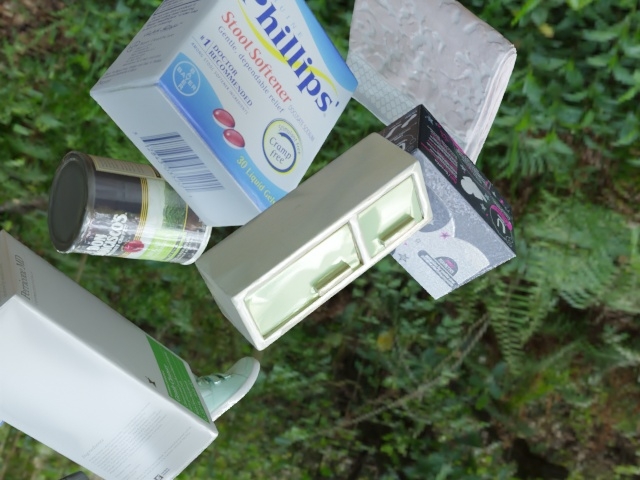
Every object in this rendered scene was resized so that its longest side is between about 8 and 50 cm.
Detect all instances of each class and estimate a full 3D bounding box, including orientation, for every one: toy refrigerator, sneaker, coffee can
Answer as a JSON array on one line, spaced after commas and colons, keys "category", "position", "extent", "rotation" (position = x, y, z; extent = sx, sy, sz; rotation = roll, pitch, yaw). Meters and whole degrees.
[{"category": "toy refrigerator", "position": [0.000, 0.000, 1.052], "extent": [0.094, 0.269, 0.102], "rotation": [39, 159, 41]}, {"category": "sneaker", "position": [-0.243, 0.288, 1.893], "extent": [0.094, 0.256, 0.151], "rotation": [-19, 107, 51]}, {"category": "coffee can", "position": [-0.385, -0.062, 1.835], "extent": [0.275, 0.201, 0.201], "rotation": [7, 172, -37]}]

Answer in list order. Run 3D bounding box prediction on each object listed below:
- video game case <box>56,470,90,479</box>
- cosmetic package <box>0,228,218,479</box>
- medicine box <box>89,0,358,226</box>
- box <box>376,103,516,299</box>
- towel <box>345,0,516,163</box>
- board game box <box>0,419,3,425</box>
[{"category": "video game case", "position": [-0.157, 0.344, 0.829], "extent": [0.300, 0.036, 0.329], "rotation": [51, 165, 3]}, {"category": "cosmetic package", "position": [-0.333, 0.176, 1.222], "extent": [0.365, 0.155, 0.197], "rotation": [45, -177, -36]}, {"category": "medicine box", "position": [-0.120, -0.212, 1.249], "extent": [0.149, 0.289, 0.263], "rotation": [-1, 139, 43]}, {"category": "box", "position": [0.168, -0.055, 1.412], "extent": [0.163, 0.142, 0.247], "rotation": [-33, 115, 28]}, {"category": "towel", "position": [0.169, -0.300, 1.559], "extent": [0.332, 0.053, 0.317], "rotation": [44, 148, 24]}, {"category": "board game box", "position": [-0.654, 0.242, 1.549], "extent": [0.210, 0.047, 0.160], "rotation": [8, 137, 28]}]
